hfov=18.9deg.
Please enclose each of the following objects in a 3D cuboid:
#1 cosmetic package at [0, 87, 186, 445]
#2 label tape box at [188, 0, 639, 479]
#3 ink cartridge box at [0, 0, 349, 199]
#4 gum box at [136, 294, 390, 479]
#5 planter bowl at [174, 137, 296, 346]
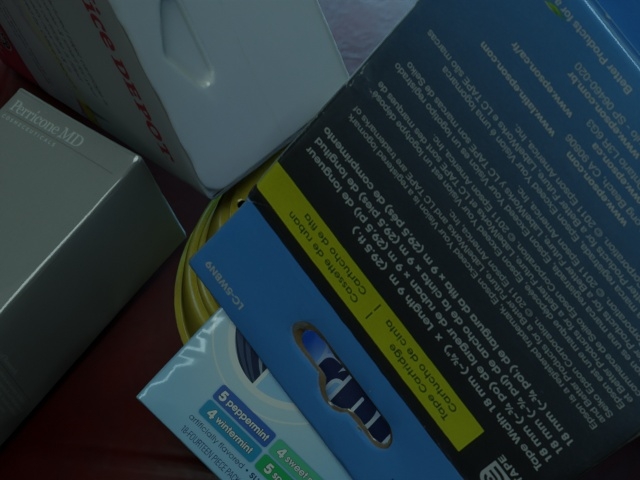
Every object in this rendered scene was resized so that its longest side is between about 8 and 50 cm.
[{"bbox_3d":[-0.215,0.030,1.250,0.127,0.107,0.238,28,71,31],"label":"cosmetic package"},{"bbox_3d":[0.107,0.000,1.030,0.106,0.334,0.240,-29,79,-45],"label":"label tape box"},{"bbox_3d":[-0.142,-0.188,1.250,0.131,0.226,0.306,-40,40,-18],"label":"ink cartridge box"},{"bbox_3d":[0.011,0.080,1.132,0.157,0.041,0.184,44,91,7],"label":"gum box"},{"bbox_3d":[0.000,0.000,1.221,0.217,0.090,0.217,-6,56,10],"label":"planter bowl"}]
